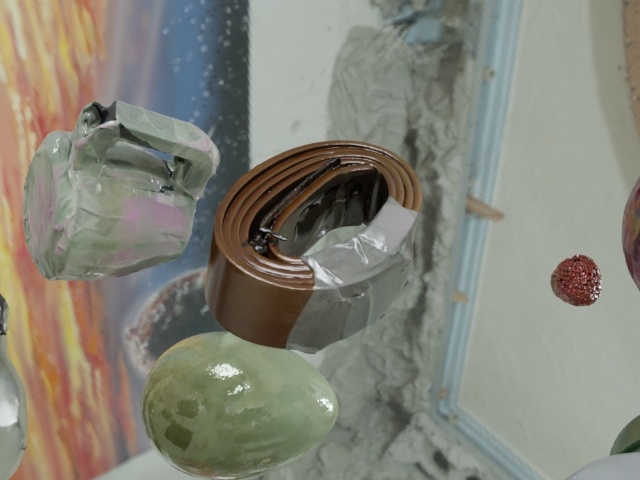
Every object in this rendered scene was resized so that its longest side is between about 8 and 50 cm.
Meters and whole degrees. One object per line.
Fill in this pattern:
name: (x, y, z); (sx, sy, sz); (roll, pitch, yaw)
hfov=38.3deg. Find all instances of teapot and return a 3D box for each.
teapot: (-0.224, -0.062, 1.029); (0.163, 0.178, 0.222); (41, -59, 48)

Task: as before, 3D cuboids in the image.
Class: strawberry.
strawberry: (0.399, 0.067, 1.430); (0.096, 0.083, 0.083); (-81, 175, -55)

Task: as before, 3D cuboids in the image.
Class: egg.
egg: (-0.118, 0.247, 1.368); (0.218, 0.295, 0.219); (-172, -90, -77)

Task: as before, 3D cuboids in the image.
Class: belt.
belt: (0.000, 0.000, 0.941); (0.184, 0.261, 0.105); (29, -46, 17)

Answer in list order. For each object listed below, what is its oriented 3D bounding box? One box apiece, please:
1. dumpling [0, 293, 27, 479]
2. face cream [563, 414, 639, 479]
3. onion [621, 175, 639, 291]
dumpling: (-0.278, 0.117, 0.665); (0.150, 0.092, 0.177); (-8, -84, 24)
face cream: (0.304, 0.315, 0.740); (0.312, 0.357, 0.219); (39, -51, 2)
onion: (0.580, 0.024, 1.177); (0.358, 0.358, 0.345); (-4, -65, 57)
